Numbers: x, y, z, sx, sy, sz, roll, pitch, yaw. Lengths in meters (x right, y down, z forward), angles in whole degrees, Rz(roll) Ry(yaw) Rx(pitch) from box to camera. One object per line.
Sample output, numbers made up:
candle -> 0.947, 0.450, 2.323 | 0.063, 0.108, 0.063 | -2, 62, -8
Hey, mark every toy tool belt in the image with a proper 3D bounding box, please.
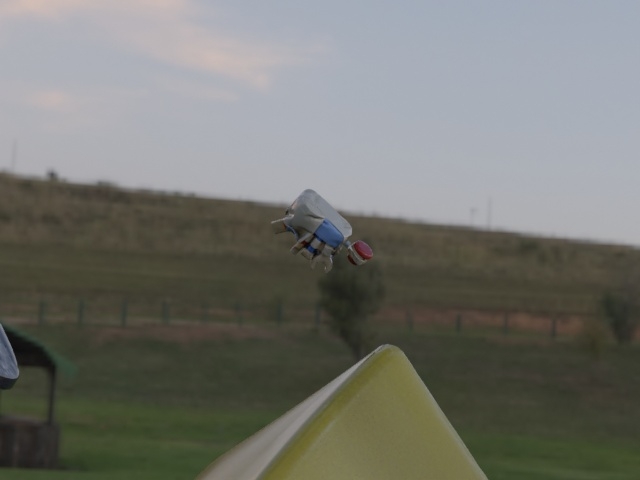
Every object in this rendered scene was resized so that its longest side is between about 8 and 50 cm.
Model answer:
toy tool belt -> 0.000, 0.000, 1.201 | 0.051, 0.083, 0.052 | -46, -1, 26

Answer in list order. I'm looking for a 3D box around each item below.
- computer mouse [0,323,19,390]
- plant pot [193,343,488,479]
computer mouse -> -0.286, 0.016, 0.862 | 0.060, 0.184, 0.262 | -32, -16, 2
plant pot -> -0.006, 0.231, 0.945 | 0.212, 0.212, 0.187 | -38, -7, 32
